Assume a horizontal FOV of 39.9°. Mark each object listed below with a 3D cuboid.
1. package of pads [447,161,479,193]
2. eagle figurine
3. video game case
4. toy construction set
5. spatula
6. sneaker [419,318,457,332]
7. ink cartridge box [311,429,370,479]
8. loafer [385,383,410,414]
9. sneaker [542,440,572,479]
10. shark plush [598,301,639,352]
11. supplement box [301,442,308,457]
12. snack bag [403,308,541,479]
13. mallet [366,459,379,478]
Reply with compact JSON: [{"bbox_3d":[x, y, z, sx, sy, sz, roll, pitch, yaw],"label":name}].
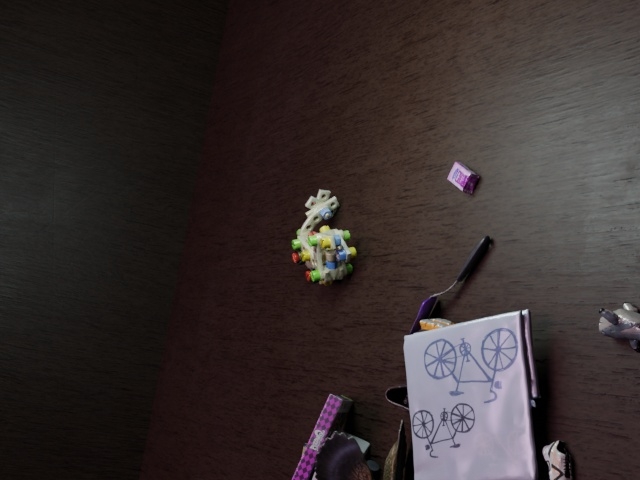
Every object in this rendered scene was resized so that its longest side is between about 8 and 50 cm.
[{"bbox_3d":[0.336,-0.148,2.076,0.050,0.032,0.083,-69,28,19],"label":"package of pads"},{"bbox_3d":[0.137,0.564,1.929,0.225,0.226,0.298,-29,61,7],"label":"eagle figurine"},{"bbox_3d":[0.008,0.497,2.200,0.232,0.042,0.210,-65,-13,-7],"label":"video game case"},{"bbox_3d":[0.000,0.000,2.506,0.327,0.151,0.215,-106,15,-56],"label":"toy construction set"},{"bbox_3d":[0.297,0.101,2.014,0.030,0.084,0.296,46,117,17],"label":"spatula"},{"bbox_3d":[0.294,0.228,1.939,0.215,0.084,0.083,-165,76,-66],"label":"sneaker"},{"bbox_3d":[0.030,0.598,2.152,0.160,0.092,0.219,-18,-51,-74],"label":"ink cartridge box"},{"bbox_3d":[0.253,0.357,1.922,0.302,0.095,0.109,-10,68,60],"label":"loafer"},{"bbox_3d":[0.440,0.414,1.607,0.044,0.040,0.109,-51,37,35],"label":"sneaker"},{"bbox_3d":[0.556,0.163,1.530,0.161,0.073,0.067,24,120,42],"label":"shark plush"},{"bbox_3d":[-0.009,0.589,2.344,0.083,0.056,0.083,-7,72,61],"label":"supplement box"},{"bbox_3d":[0.305,0.330,1.781,0.323,0.037,0.342,-20,66,44],"label":"snack bag"},{"bbox_3d":[0.145,0.600,2.081,0.189,0.039,0.062,50,126,53],"label":"mallet"}]
